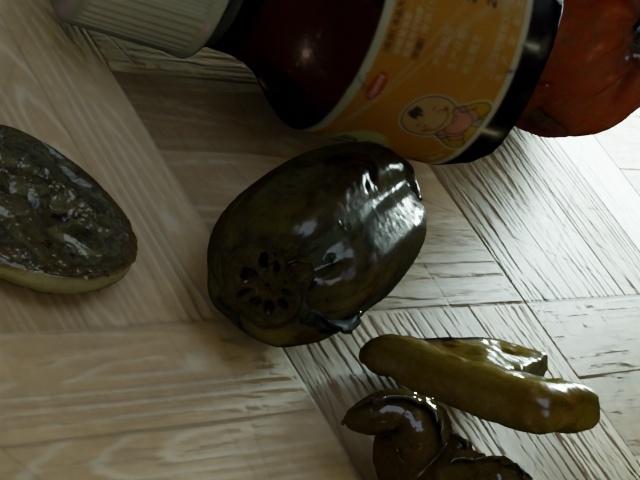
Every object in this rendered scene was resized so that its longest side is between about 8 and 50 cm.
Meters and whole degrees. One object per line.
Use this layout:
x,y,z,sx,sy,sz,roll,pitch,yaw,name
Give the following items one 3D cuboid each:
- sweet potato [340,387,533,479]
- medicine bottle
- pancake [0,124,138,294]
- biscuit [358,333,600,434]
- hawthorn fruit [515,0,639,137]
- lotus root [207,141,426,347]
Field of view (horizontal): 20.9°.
0.149,0.194,1.184,0.310,0.098,0.124,20,42,-12,sweet potato
-0.017,-0.211,1.422,0.395,0.242,0.242,14,38,-19,medicine bottle
-0.192,-0.018,1.164,0.158,0.028,0.158,28,31,-18,pancake
0.141,0.105,1.283,0.174,0.039,0.183,8,7,-44,biscuit
0.228,-0.264,1.746,0.307,0.276,0.276,42,27,29,hawthorn fruit
0.000,0.000,1.264,0.241,0.123,0.124,-37,109,-62,lotus root
